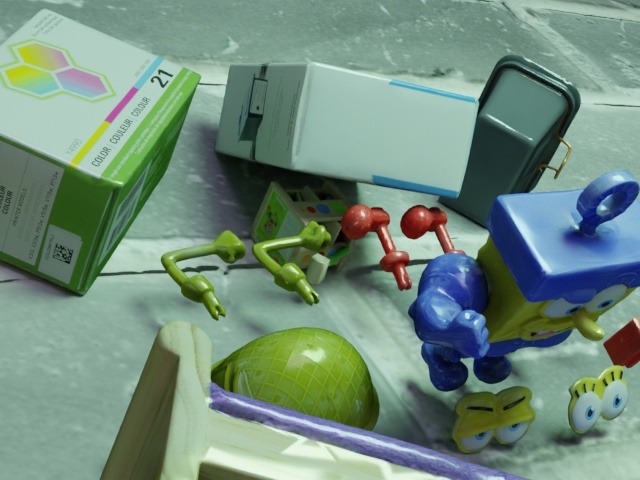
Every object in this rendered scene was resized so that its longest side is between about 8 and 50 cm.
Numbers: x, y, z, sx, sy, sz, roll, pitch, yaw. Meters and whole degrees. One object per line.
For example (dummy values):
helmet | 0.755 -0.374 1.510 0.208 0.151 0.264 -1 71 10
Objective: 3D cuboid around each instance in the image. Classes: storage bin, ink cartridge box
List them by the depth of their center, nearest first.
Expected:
ink cartridge box | -0.237 -0.093 0.820 0.255 0.097 0.189 24 32 -3
ink cartridge box | 0.014 -0.089 0.921 0.139 0.082 0.190 9 3 -22
storage bin | 0.166 -0.078 1.047 0.098 0.135 0.091 30 44 8

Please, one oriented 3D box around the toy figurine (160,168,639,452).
toy figurine | 0.103 0.007 0.747 0.362 0.217 0.191 -4 60 -29

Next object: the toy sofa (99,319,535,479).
toy sofa | 0.068 0.159 0.608 0.362 0.150 0.177 18 33 -12

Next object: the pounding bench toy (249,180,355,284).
pounding bench toy | 0.000 0.000 0.885 0.065 0.052 0.083 -4 42 -38
